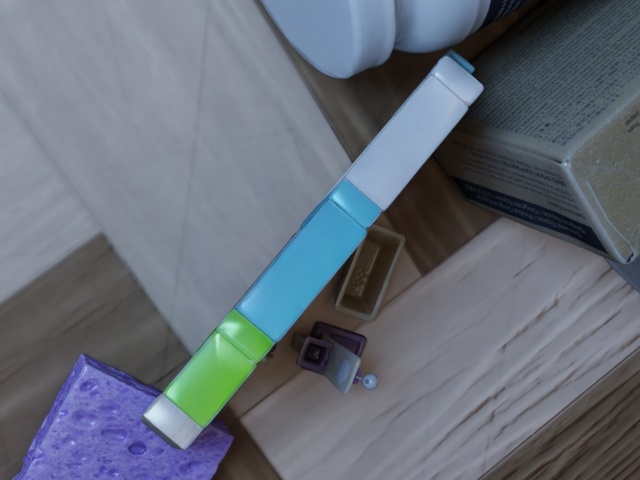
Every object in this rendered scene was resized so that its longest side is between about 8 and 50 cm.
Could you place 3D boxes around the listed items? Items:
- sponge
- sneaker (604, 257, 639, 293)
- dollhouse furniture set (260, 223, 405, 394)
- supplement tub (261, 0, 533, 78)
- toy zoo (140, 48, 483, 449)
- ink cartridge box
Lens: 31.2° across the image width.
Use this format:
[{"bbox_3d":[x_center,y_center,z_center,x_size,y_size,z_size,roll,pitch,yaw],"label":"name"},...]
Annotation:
[{"bbox_3d":[-0.157,0.193,0.757,0.117,0.031,0.210,30,90,-24],"label":"sponge"},{"bbox_3d":[0.317,-0.003,0.864,0.296,0.104,0.147,39,84,-29],"label":"sneaker"},{"bbox_3d":[0.015,0.043,0.763,0.091,0.081,0.114,20,93,-24],"label":"dollhouse furniture set"},{"bbox_3d":[0.091,-0.229,0.676,0.272,0.191,0.191,-30,110,-13],"label":"supplement tub"},{"bbox_3d":[0.000,0.000,0.678,0.030,0.192,0.293,40,76,-1],"label":"toy zoo"},{"bbox_3d":[0.203,-0.108,0.743,0.234,0.193,0.088,-41,114,-8],"label":"ink cartridge box"}]
